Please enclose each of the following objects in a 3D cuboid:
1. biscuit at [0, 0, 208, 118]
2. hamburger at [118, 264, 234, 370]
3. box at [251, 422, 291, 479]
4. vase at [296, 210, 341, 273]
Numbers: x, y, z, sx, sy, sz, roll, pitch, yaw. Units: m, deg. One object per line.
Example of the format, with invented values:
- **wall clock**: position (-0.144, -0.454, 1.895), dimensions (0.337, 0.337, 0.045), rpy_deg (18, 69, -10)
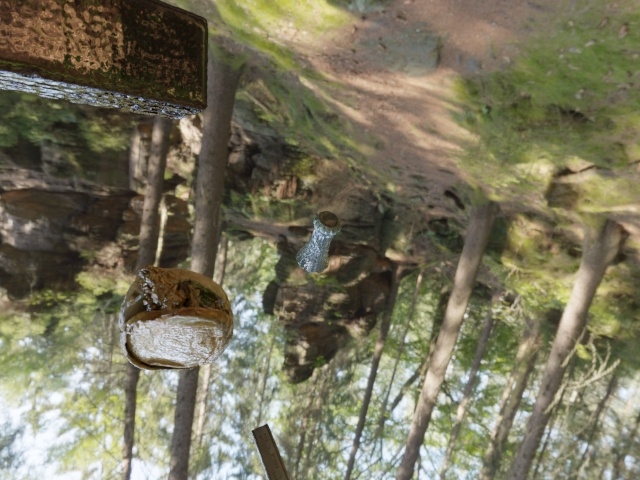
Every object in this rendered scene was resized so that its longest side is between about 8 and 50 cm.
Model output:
- **biscuit**: position (-0.228, -0.188, 0.418), dimensions (0.251, 0.107, 0.070), rpy_deg (-3, -174, -45)
- **hamburger**: position (-0.317, 0.177, 0.966), dimensions (0.242, 0.286, 0.146), rpy_deg (-24, -135, 5)
- **box**: position (-0.058, 0.556, 0.890), dimensions (0.047, 0.181, 0.325), rpy_deg (-19, -141, -17)
- **vase**: position (0.000, 0.000, 0.997), dimensions (0.081, 0.149, 0.081), rpy_deg (10, -132, -12)
